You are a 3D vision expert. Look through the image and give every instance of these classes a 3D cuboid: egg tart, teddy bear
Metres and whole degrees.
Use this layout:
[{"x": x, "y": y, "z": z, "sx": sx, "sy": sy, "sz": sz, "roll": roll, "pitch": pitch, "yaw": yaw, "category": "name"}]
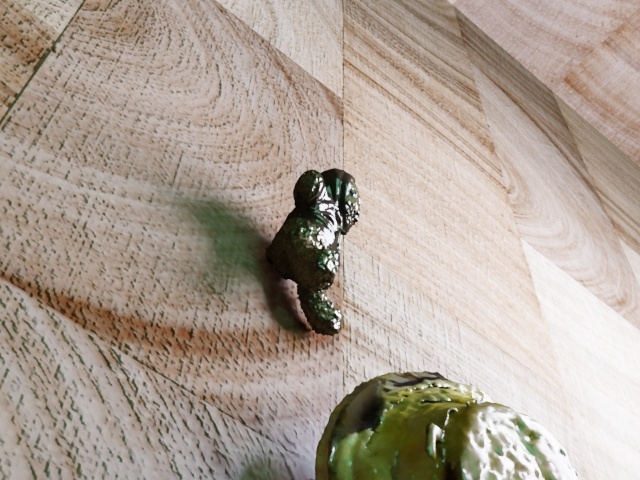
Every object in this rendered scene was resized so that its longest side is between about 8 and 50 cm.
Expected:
[{"x": 0.107, "y": 0.184, "z": 0.646, "sx": 0.241, "sy": 0.106, "sz": 0.241, "roll": 23, "pitch": 43, "yaw": -23, "category": "egg tart"}, {"x": -0.009, "y": 0.001, "z": 0.825, "sx": 0.160, "sy": 0.078, "sz": 0.119, "roll": -76, "pitch": 162, "yaw": -47, "category": "teddy bear"}]
